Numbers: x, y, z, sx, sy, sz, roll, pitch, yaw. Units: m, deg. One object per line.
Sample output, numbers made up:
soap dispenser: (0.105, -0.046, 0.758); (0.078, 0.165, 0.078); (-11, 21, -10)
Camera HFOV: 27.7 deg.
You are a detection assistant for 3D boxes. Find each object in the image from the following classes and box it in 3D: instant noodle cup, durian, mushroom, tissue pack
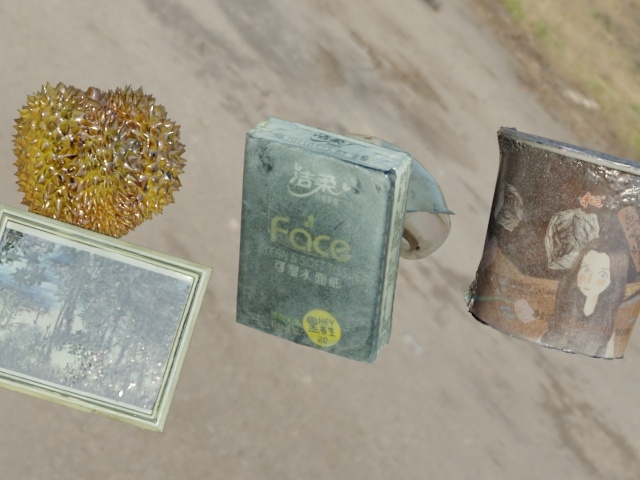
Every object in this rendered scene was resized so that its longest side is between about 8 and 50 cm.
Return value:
instant noodle cup: (0.266, 0.003, 1.374); (0.218, 0.207, 0.217); (14, 8, -2)
durian: (-0.201, -0.072, 1.187); (0.158, 0.168, 0.137); (-4, 38, -14)
mushroom: (0.037, -0.048, 1.773); (0.254, 0.195, 0.189); (0, 53, -24)
tissue pack: (0.000, 0.000, 1.506); (0.185, 0.257, 0.081); (16, 31, 19)

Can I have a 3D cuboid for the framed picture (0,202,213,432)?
framed picture: (-0.194, 0.062, 1.038); (0.183, 0.141, 0.011); (17, -8, -6)
